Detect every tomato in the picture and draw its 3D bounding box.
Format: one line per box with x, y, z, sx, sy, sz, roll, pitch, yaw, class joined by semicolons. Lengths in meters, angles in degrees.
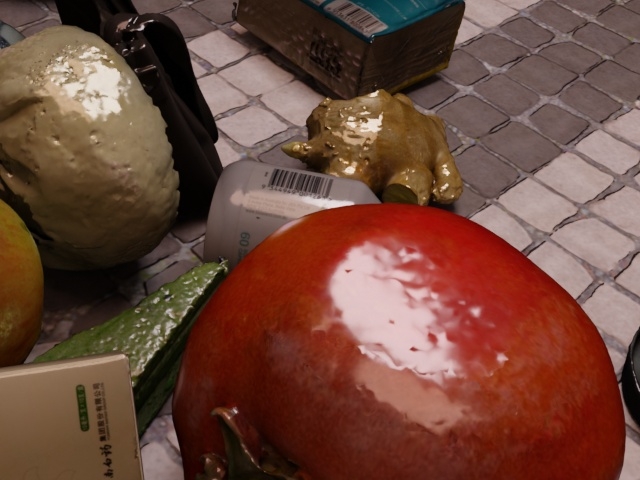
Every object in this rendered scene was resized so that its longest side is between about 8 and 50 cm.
0.052;0.137;0.676;0.325;0.293;0.290;31;34;30;tomato

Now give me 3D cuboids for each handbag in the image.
-0.208;-0.189;0.997;0.113;0.257;0.285;-27;53;-8;handbag

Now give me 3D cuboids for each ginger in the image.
0.058;-0.102;1.050;0.216;0.102;0.157;0;70;-15;ginger

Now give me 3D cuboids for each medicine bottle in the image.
0.000;0.000;0.908;0.215;0.135;0.135;11;43;4;medicine bottle

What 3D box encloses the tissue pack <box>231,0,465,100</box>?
0.034;-0.312;1.242;0.192;0.134;0.271;-27;53;-32;tissue pack

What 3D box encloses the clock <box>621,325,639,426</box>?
0.387;0.148;0.873;0.184;0.040;0.184;4;44;-4;clock

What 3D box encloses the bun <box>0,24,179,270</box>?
-0.258;-0.075;0.868;0.259;0.259;0.152;37;50;28;bun

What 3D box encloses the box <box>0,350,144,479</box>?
-0.207;0.193;0.627;0.168;0.095;0.212;-7;87;-13;box

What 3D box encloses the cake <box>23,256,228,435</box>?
-0.148;0.116;0.792;0.235;0.100;0.099;-32;57;-34;cake

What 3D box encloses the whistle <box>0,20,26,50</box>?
-0.392;-0.159;1.009;0.163;0.163;0.290;-1;44;-9;whistle

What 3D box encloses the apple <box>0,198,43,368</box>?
-0.355;0.060;0.760;0.246;0.246;0.226;38;36;28;apple
